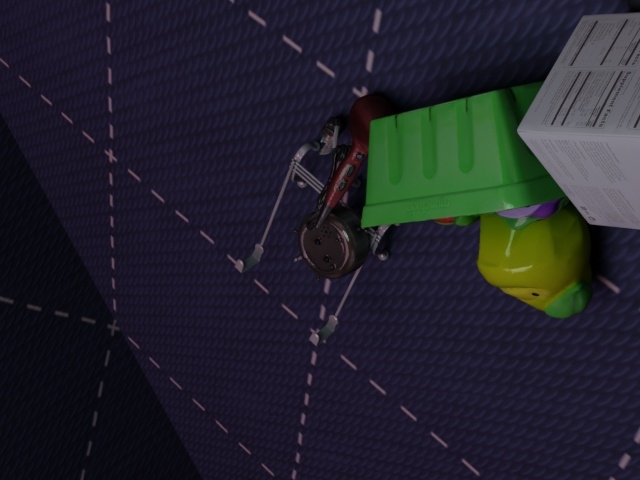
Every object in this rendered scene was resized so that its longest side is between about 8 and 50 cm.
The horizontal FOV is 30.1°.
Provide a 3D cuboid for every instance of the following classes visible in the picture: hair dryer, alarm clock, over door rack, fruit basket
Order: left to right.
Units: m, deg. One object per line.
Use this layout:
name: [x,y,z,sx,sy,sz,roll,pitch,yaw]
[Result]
over door rack: [0.000,0.000,2.274,0.239,0.108,0.324,43,126,18]
alarm clock: [0.033,-0.003,2.142,0.192,0.064,0.129,-28,89,36]
hair dryer: [0.067,-0.136,2.012,0.080,0.224,0.293,13,164,-18]
fruit basket: [0.270,-0.039,1.781,0.392,0.283,0.392,25,122,48]

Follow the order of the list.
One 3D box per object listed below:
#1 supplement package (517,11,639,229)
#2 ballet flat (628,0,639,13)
supplement package: [0.427,-0.142,1.447,0.262,0.198,0.199,9,152,50]
ballet flat: [0.446,-0.311,1.431,0.203,0.074,0.074,6,124,48]
